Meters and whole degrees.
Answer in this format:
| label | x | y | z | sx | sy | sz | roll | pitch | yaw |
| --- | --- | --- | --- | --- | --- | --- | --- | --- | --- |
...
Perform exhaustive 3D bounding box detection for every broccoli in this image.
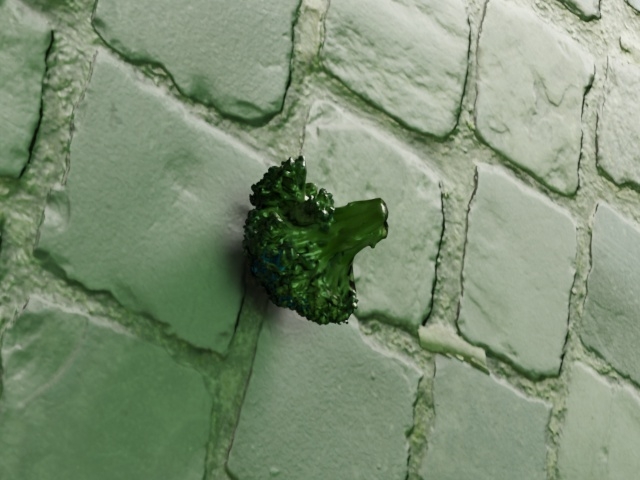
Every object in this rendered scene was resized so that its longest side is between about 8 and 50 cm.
| label | x | y | z | sx | sy | sz | roll | pitch | yaw |
| --- | --- | --- | --- | --- | --- | --- | --- | --- | --- |
| broccoli | 0.000 | 0.000 | 1.851 | 0.154 | 0.160 | 0.167 | 43 | 34 | -63 |
